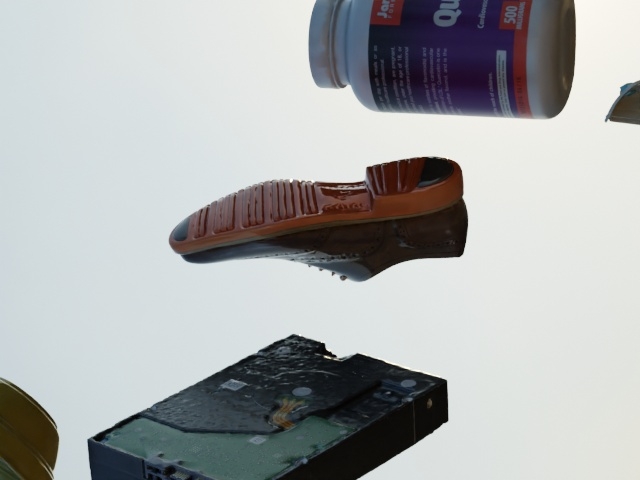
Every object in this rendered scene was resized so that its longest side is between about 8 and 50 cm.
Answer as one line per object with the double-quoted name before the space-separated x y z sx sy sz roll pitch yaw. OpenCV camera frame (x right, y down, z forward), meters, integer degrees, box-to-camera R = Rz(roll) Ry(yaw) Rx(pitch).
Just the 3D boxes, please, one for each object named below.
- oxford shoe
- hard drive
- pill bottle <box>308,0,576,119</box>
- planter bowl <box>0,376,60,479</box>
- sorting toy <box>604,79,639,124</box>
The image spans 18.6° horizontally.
"oxford shoe" 0.000 0.000 2.361 0.130 0.363 0.133 -85 -15 -61
"hard drive" -0.052 0.208 2.123 0.339 0.237 0.064 -25 -61 -45
"pill bottle" 0.155 -0.249 2.487 0.181 0.323 0.181 4 -90 -74
"planter bowl" -0.356 0.214 2.177 0.090 0.217 0.217 -50 -33 -23
"sorting toy" 0.331 -0.143 1.955 0.075 0.083 0.045 88 -170 -75
